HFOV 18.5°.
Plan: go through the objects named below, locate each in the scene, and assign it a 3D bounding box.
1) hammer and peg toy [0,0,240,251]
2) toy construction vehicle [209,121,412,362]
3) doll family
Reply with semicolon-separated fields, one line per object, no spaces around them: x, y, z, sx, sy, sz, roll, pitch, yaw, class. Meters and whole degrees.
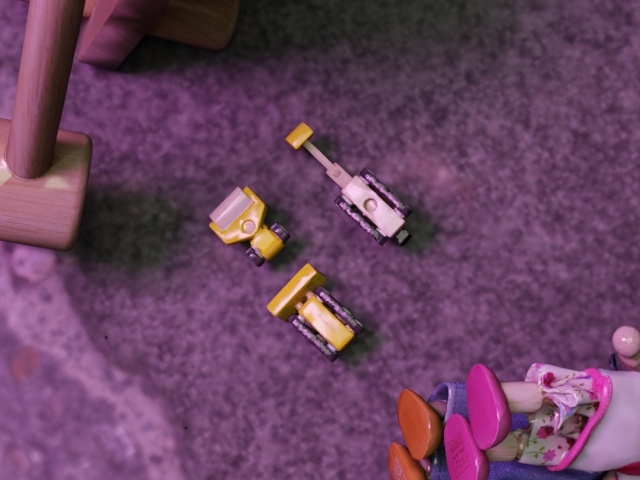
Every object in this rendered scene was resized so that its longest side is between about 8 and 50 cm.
-0.067;-0.177;0.916;0.127;0.266;0.361;13;76;-14;hammer and peg toy
0.000;0.000;0.992;0.098;0.035;0.086;42;93;13;toy construction vehicle
0.104;0.111;0.885;0.163;0.263;0.118;2;42;-22;doll family
